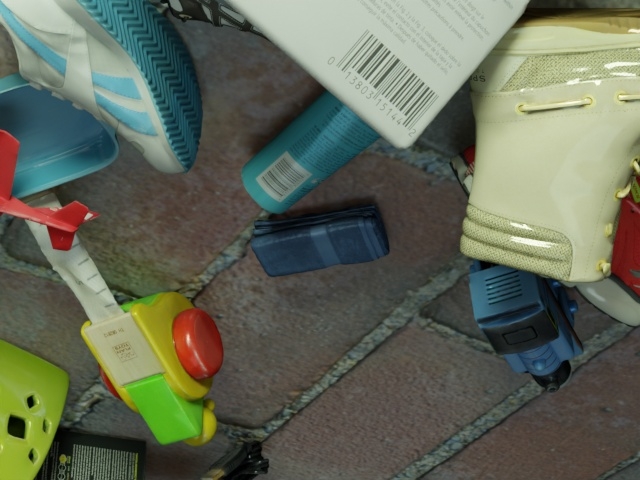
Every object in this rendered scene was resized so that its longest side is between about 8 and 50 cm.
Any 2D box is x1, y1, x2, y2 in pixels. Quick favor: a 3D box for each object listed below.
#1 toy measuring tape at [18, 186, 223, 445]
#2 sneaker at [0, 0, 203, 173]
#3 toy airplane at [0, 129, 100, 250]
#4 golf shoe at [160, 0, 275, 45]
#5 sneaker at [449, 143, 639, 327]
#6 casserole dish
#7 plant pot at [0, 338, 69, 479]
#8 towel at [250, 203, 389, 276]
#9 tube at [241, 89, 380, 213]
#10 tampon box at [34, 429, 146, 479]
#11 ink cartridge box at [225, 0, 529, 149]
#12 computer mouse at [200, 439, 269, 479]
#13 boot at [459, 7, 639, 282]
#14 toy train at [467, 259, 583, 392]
[{"bbox_3d":[-0.180,0.058,1.245,0.121,0.121,0.330,-18,117,20],"label":"toy measuring tape"},{"bbox_3d":[-0.166,-0.135,0.992,0.092,0.087,0.229,-12,134,25],"label":"sneaker"},{"bbox_3d":[-0.259,-0.028,1.103,0.151,0.028,0.151,-1,141,-1],"label":"toy airplane"},{"bbox_3d":[-0.059,-0.184,0.946,0.094,0.077,0.198,-14,139,40],"label":"golf shoe"},{"bbox_3d":[0.225,-0.029,1.144,0.279,0.107,0.118,26,116,-35],"label":"sneaker"},{"bbox_3d":[-0.253,-0.088,1.080,0.188,0.037,0.114,-18,139,18],"label":"casserole dish"},{"bbox_3d":[-0.416,0.222,1.335,0.228,0.207,0.227,31,132,-33],"label":"plant pot"},{"bbox_3d":[0.000,0.000,1.205,0.119,0.029,0.067,-11,141,10],"label":"towel"},{"bbox_3d":[0.021,-0.098,1.069,0.080,0.052,0.207,26,129,-37],"label":"tube"},{"bbox_3d":[-0.291,0.289,1.507,0.161,0.101,0.120,12,140,-17],"label":"tampon box"},{"bbox_3d":[0.040,-0.239,0.855,0.261,0.066,0.296,-48,128,6],"label":"ink cartridge box"},{"bbox_3d":[-0.157,0.325,1.477,0.262,0.060,0.184,-26,159,-43],"label":"computer mouse"},{"bbox_3d":[0.238,-0.069,0.998,0.262,0.095,0.203,2,108,1],"label":"boot"},{"bbox_3d":[0.195,0.071,1.240,0.080,0.105,0.184,-16,140,18],"label":"toy train"}]
